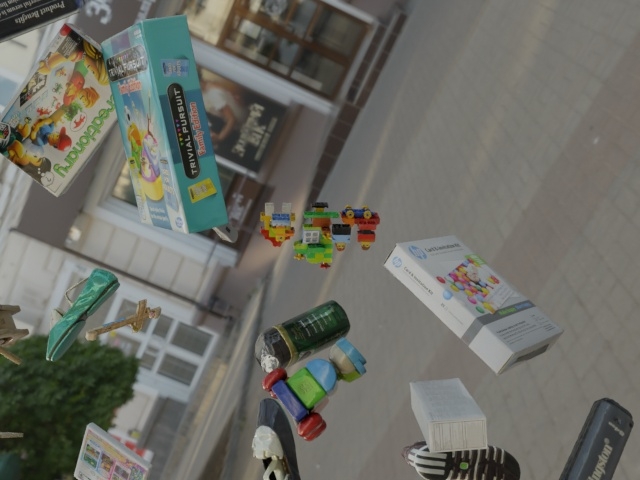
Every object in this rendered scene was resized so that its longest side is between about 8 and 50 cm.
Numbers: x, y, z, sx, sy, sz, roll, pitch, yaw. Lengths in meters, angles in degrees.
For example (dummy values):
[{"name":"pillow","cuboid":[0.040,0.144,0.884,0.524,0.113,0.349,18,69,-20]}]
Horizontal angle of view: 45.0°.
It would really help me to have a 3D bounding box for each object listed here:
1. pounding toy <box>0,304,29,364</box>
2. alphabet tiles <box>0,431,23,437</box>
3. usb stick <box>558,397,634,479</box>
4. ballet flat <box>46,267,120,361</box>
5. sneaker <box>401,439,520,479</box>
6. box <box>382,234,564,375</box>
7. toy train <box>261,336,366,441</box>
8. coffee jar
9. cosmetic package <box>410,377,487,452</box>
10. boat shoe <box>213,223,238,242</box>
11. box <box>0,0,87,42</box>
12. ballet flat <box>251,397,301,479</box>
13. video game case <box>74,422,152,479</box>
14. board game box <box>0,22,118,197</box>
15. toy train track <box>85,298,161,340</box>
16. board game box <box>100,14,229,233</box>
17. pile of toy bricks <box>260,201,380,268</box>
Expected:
[{"name":"pounding toy","cuboid":[-0.789,0.244,1.810,0.154,0.155,0.269,-23,-6,-1]},{"name":"alphabet tiles","cuboid":[-0.670,0.339,1.339,0.198,0.237,0.009,-13,73,46]},{"name":"usb stick","cuboid":[0.434,0.378,1.251,0.278,0.077,0.045,-51,-10,-32]},{"name":"ballet flat","cuboid":[-0.579,0.166,1.821,0.247,0.087,0.083,-52,-7,-8]},{"name":"sneaker","cuboid":[0.316,0.511,1.804,0.162,0.281,0.107,-7,67,68]},{"name":"box","cuboid":[0.184,0.069,0.921,0.145,0.186,0.038,-7,-47,-51]},{"name":"toy train","cuboid":[0.005,0.232,1.211,0.143,0.105,0.248,-38,-17,-8]},{"name":"coffee jar","cuboid":[-0.038,0.189,1.503,0.184,0.079,0.096,-22,-22,-31]},{"name":"cosmetic package","cuboid":[0.223,0.308,1.377,0.239,0.098,0.061,-91,-2,-84]},{"name":"boat shoe","cuboid":[-0.190,-0.030,1.442,0.100,0.035,0.035,53,-130,-54]},{"name":"box","cuboid":[-0.549,-0.558,1.260,0.294,0.211,0.396,-99,-11,-58]},{"name":"ballet flat","cuboid":[-0.075,0.371,1.303,0.074,0.074,0.203,-169,65,-82]},{"name":"video game case","cuboid":[-0.413,0.456,1.530,0.019,0.157,0.143,-31,-33,-59]},{"name":"board game box","cuboid":[-0.530,-0.267,1.602,0.305,0.193,0.053,-51,8,11]},{"name":"toy train track","cuboid":[-0.197,0.086,0.784,0.083,0.014,0.048,-17,-39,-39]},{"name":"board game box","cuboid":[-0.272,-0.190,1.320,0.253,0.079,0.336,9,113,60]},{"name":"pile of toy bricks","cuboid":[0.000,0.000,1.370,0.118,0.212,0.105,-101,13,-64]}]
